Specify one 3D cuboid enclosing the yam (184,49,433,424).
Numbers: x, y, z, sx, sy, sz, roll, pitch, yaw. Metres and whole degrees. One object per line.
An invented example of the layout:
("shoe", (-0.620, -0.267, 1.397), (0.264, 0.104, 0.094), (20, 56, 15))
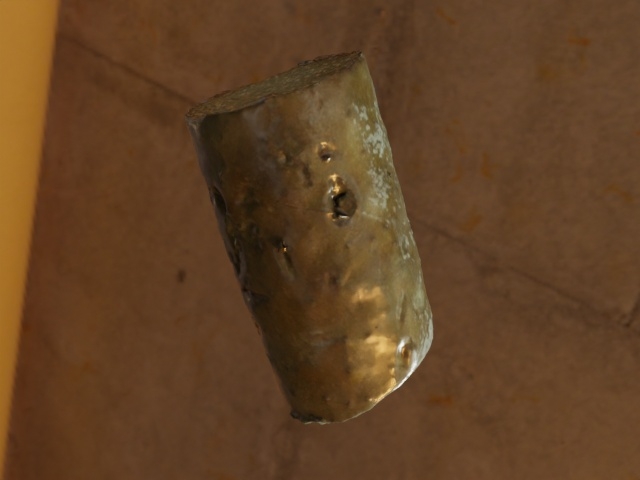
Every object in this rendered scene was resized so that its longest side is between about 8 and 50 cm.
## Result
("yam", (0.000, 0.000, 0.676), (0.107, 0.107, 0.194), (-2, -69, 44))
